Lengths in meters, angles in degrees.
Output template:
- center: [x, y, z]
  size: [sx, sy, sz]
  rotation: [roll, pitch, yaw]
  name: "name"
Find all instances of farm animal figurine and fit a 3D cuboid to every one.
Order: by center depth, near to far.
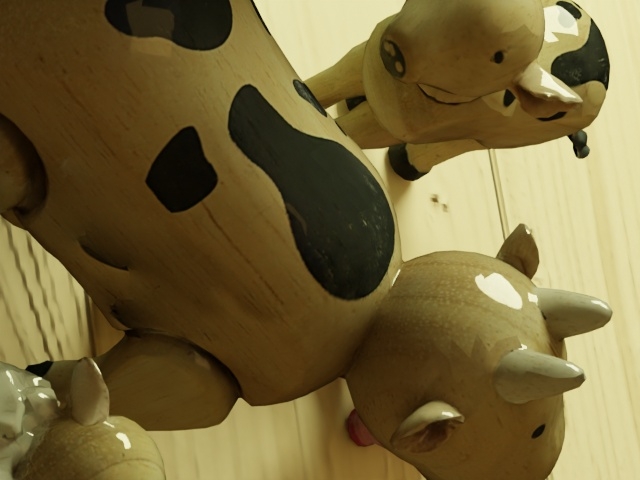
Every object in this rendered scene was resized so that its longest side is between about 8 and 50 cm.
- center: [0.000, 0.000, 0.526]
  size: [0.327, 0.172, 0.330]
  rotation: [36, 50, -34]
  name: "farm animal figurine"
